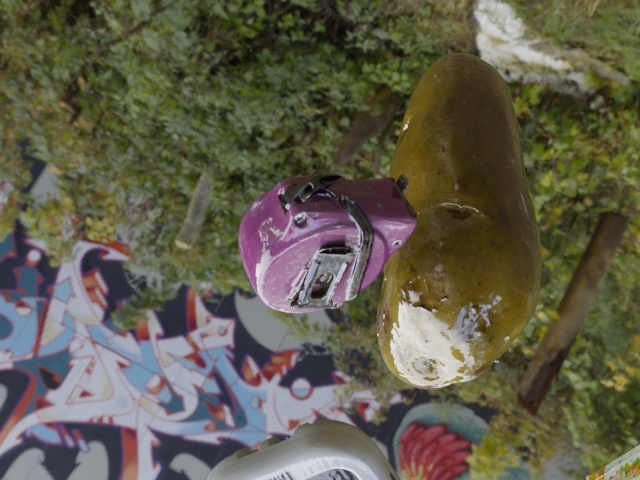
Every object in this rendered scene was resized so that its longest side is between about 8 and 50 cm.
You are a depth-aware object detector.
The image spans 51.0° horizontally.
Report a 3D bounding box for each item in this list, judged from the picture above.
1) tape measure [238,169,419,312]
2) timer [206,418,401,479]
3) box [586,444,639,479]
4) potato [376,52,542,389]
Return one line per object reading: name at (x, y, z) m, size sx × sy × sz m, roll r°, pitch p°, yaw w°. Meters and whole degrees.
tape measure at (0.000, 0.000, 0.518) m, size 0.118 × 0.125 × 0.074 m, roll 0°, pitch -134°, yaw -29°
timer at (-0.014, 0.359, 0.913) m, size 0.237 × 0.262 × 0.087 m, roll 59°, pitch -165°, yaw -22°
box at (0.389, 0.376, 0.856) m, size 0.032 × 0.220 × 0.122 m, roll 30°, pitch 130°, yaw -4°
potato at (0.141, -0.034, 0.677) m, size 0.195 × 0.369 × 0.176 m, roll 27°, pitch 149°, yaw -35°
